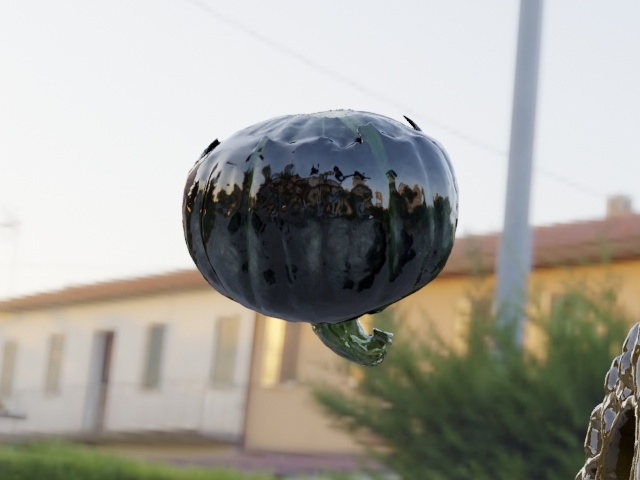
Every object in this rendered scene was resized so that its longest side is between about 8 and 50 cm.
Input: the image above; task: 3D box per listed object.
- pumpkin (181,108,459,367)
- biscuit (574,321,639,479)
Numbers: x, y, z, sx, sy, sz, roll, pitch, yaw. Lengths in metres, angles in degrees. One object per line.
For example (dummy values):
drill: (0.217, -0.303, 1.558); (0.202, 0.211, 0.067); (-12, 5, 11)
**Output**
pumpkin: (0.000, 0.000, 1.484); (0.296, 0.295, 0.296); (5, -10, 1)
biscuit: (0.283, 0.209, 1.185); (0.103, 0.332, 0.332); (13, -10, 1)
